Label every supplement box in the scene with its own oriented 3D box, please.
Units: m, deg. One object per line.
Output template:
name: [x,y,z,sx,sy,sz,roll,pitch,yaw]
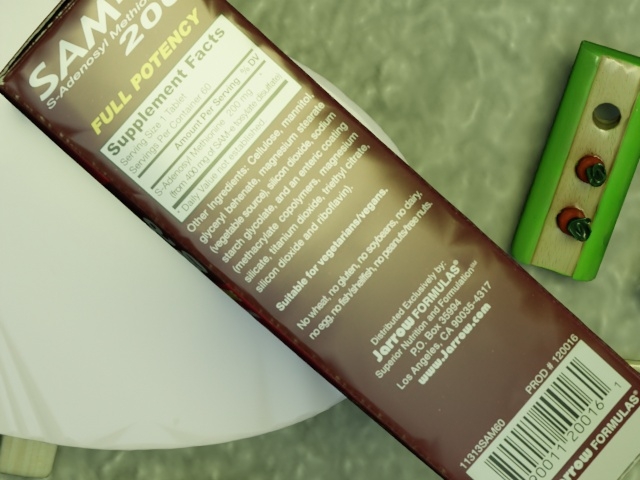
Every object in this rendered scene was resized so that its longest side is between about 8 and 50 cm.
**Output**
supplement box: [0.000,0.000,0.623,0.239,0.130,0.073,42,87,-8]

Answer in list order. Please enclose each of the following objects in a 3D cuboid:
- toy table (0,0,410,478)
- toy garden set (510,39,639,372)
toy table: [-0.102,-0.009,0.753,0.274,0.161,0.252,21,90,-10]
toy garden set: [0.206,0.042,0.823,0.244,0.049,0.203,18,112,3]
